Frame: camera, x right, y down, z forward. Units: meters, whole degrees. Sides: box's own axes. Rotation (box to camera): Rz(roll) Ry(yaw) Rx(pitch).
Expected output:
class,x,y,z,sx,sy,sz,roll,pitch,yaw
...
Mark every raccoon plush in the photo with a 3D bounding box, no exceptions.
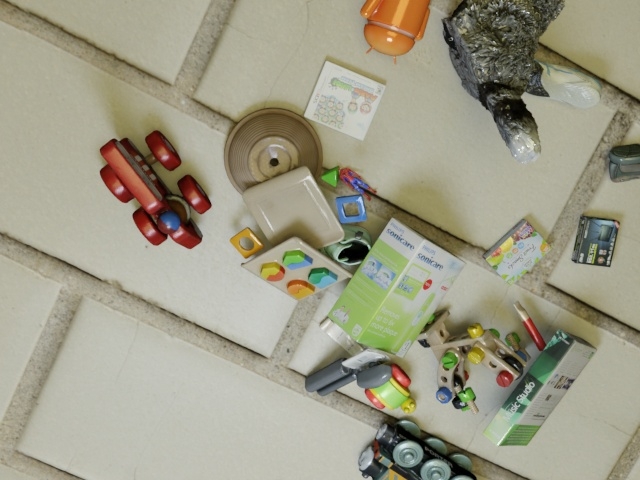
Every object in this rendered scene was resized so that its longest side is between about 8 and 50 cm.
class,x,y,z,sx,sy,sz,roll,pitch,yaw
raccoon plush,0.477,-0.408,1.805,0.299,0.216,0.446,-24,82,1

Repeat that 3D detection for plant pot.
class,x,y,z,sx,sy,sz,roll,pitch,yaw
plant pot,-0.109,-0.191,1.886,0.237,0.110,0.237,-1,101,-5

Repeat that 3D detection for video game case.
class,x,y,z,sx,sy,sz,roll,pitch,yaw
video game case,0.058,-0.332,1.914,0.157,0.019,0.143,21,100,-9

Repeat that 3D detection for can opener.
class,x,y,z,sx,sy,sz,roll,pitch,yaw
can opener,0.062,0.328,1.948,0.074,0.093,0.280,26,144,-27

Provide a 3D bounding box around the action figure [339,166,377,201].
class,x,y,z,sx,sy,sz,roll,pitch,yaw
action figure,0.085,-0.143,1.954,0.115,0.030,0.038,37,102,-9

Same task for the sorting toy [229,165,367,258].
class,x,y,z,sx,sy,sz,roll,pitch,yaw
sorting toy,-0.061,-0.064,1.854,0.348,0.047,0.196,-20,112,23

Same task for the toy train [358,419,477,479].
class,x,y,z,sx,sy,sz,roll,pitch,yaw
toy train,0.259,0.609,2.080,0.334,0.142,0.190,34,107,-11

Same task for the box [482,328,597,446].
class,x,y,z,sx,sy,sz,roll,pitch,yaw
box,0.554,0.376,2.016,0.058,0.232,0.322,37,98,33

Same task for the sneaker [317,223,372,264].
class,x,y,z,sx,sy,sz,roll,pitch,yaw
sneaker,0.001,0.000,1.914,0.256,0.151,0.094,3,103,-4

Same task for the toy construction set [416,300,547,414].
class,x,y,z,sx,sy,sz,roll,pitch,yaw
toy construction set,0.380,0.243,1.982,0.309,0.257,0.237,-30,91,-19

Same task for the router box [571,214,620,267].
class,x,y,z,sx,sy,sz,roll,pitch,yaw
router box,0.694,0.002,2.028,0.092,0.038,0.122,6,102,-5

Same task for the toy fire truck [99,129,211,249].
class,x,y,z,sx,sy,sz,roll,pitch,yaw
toy fire truck,-0.375,-0.102,1.808,0.169,0.254,0.302,-34,103,3

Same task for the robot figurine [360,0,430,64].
class,x,y,z,sx,sy,sz,roll,pitch,yaw
robot figurine,0.173,-0.518,1.828,0.128,0.158,0.219,21,101,14

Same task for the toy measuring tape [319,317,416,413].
class,x,y,z,sx,sy,sz,roll,pitch,yaw
toy measuring tape,0.126,0.325,2.014,0.121,0.121,0.330,-44,102,5

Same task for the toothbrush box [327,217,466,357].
class,x,y,z,sx,sy,sz,roll,pitch,yaw
toothbrush box,0.183,0.116,1.907,0.206,0.122,0.283,27,97,-49

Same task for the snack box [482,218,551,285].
class,x,y,z,sx,sy,sz,roll,pitch,yaw
snack box,0.493,0.030,2.018,0.141,0.037,0.100,-44,103,5

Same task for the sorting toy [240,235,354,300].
class,x,y,z,sx,sy,sz,roll,pitch,yaw
sorting toy,-0.057,0.076,1.895,0.208,0.038,0.193,-24,135,39

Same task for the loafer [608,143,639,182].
class,x,y,z,sx,sy,sz,roll,pitch,yaw
loafer,0.844,-0.194,1.983,0.268,0.096,0.084,-3,122,3

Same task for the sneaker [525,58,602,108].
class,x,y,z,sx,sy,sz,roll,pitch,yaw
sneaker,0.557,-0.385,1.923,0.237,0.086,0.085,23,128,3
